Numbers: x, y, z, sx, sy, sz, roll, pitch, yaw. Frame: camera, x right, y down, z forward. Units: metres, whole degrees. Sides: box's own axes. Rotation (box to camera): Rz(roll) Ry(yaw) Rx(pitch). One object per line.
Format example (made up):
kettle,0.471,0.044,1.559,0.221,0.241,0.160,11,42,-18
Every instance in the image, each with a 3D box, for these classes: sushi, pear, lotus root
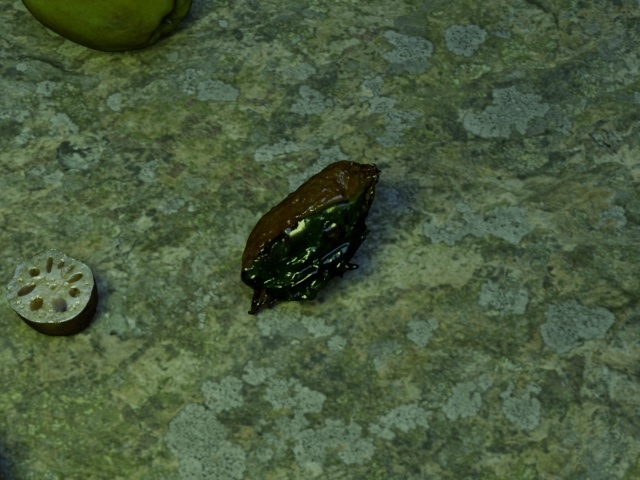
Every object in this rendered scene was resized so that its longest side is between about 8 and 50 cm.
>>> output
sushi,0.000,-0.001,1.985,0.287,0.149,0.140,-36,34,13
pear,-0.362,-0.448,2.182,0.321,0.269,0.269,37,59,1
lotus root,-0.384,0.083,1.928,0.122,0.081,0.112,27,60,10
